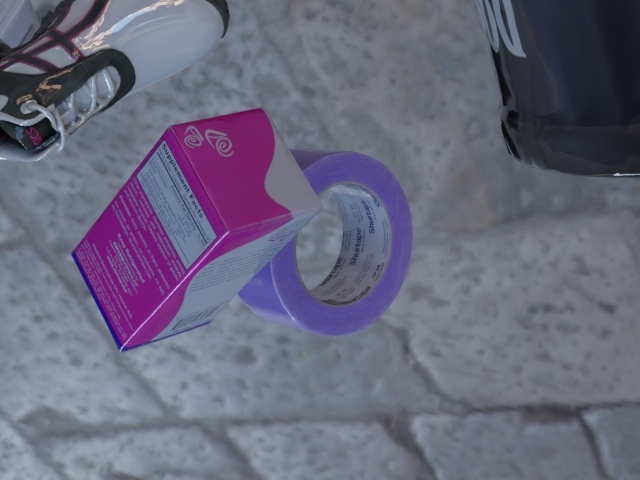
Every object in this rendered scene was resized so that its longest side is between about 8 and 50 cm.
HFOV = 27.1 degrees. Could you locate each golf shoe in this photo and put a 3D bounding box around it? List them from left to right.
[{"bbox_3d":[-0.192,-0.117,1.008,0.272,0.120,0.105,-19,142,0],"label":"golf shoe"}]

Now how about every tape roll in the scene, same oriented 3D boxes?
[{"bbox_3d":[0.000,0.000,1.360,0.080,0.189,0.189,9,148,50],"label":"tape roll"}]

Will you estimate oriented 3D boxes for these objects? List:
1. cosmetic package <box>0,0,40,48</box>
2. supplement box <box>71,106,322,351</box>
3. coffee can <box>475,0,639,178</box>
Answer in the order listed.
[{"bbox_3d":[-0.440,-0.250,1.540,0.231,0.085,0.117,17,152,15],"label":"cosmetic package"},{"bbox_3d":[-0.115,-0.007,1.184,0.220,0.111,0.114,-43,71,44],"label":"supplement box"},{"bbox_3d":[0.117,-0.180,0.372,0.201,0.201,0.275,-9,106,29],"label":"coffee can"}]
